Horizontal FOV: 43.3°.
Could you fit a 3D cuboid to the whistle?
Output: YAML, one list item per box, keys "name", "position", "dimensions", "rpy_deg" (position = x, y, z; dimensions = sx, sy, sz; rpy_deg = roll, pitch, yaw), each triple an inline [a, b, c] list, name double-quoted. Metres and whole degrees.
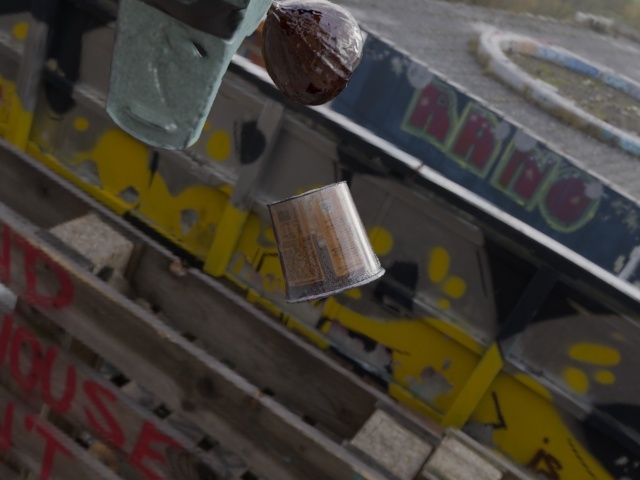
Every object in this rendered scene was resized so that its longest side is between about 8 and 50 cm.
- name: "whistle"
  position: [-0.163, -0.311, 1.036]
  dimensions: [0.168, 0.404, 0.188]
  rpy_deg: [25, 7, 0]

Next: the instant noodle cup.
- name: "instant noodle cup"
  position: [0.000, 0.000, 1.631]
  dimensions: [0.217, 0.218, 0.207]
  rpy_deg: [-25, 99, -56]

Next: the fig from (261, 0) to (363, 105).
- name: "fig"
  position: [-0.064, -0.417, 1.608]
  dimensions: [0.321, 0.217, 0.217]
  rpy_deg: [32, 16, -45]
